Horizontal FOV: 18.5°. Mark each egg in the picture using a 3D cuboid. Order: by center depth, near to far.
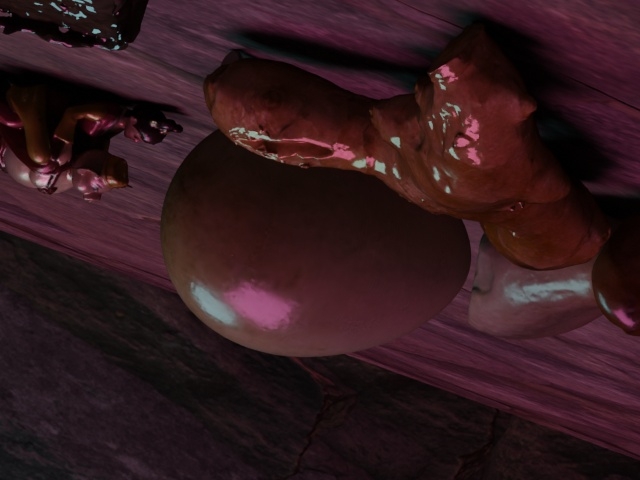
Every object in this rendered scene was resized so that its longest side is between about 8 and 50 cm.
[{"bbox_3d":[0.000,0.000,1.765,0.295,0.218,0.218,14,173,-24],"label":"egg"}]

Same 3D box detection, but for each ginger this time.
[{"bbox_3d":[0.123,-0.054,1.519,0.363,0.122,0.348,30,173,-25],"label":"ginger"}]

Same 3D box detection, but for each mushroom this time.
[{"bbox_3d":[0.225,0.030,1.813,0.128,0.128,0.350,21,171,-21],"label":"mushroom"}]

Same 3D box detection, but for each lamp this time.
[{"bbox_3d":[-0.258,-0.099,2.003,0.253,0.118,0.118,15,171,25],"label":"lamp"}]

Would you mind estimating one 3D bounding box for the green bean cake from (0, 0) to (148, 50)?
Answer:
[{"bbox_3d":[-0.214,-0.216,1.144,0.241,0.132,0.255,16,169,4],"label":"green bean cake"}]

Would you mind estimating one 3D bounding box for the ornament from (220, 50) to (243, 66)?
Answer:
[{"bbox_3d":[-0.044,-0.125,1.653,0.068,0.041,0.092,-10,150,18],"label":"ornament"}]
